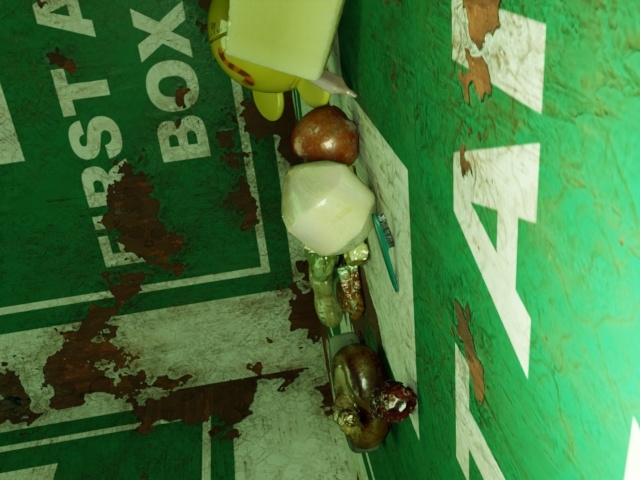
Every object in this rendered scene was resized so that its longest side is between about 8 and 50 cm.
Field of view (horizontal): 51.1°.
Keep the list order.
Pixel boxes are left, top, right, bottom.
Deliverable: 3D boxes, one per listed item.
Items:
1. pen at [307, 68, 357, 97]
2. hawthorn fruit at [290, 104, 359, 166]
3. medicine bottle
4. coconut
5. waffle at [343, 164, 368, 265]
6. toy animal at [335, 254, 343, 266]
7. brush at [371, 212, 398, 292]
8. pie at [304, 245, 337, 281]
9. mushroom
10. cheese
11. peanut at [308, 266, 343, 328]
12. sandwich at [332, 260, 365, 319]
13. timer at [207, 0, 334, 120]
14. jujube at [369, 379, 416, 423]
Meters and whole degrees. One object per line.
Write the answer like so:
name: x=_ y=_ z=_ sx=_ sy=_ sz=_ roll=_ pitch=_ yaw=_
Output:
pen: x=0.001 y=-0.390 z=1.599 sx=0.053 sy=0.197 sz=0.032 roll=-61 pitch=0 yaw=-35
hawthorn fruit: x=0.011 y=-0.247 z=1.678 sx=0.173 sy=0.173 sz=0.172 roll=171 pitch=90 yaw=-85
medicine bottle: x=0.107 y=0.491 z=2.193 sx=0.375 sy=0.123 sz=0.282 roll=-108 pitch=9 yaw=-58
coconut: x=0.009 y=-0.086 z=1.581 sx=0.224 sy=0.234 sz=0.224 roll=-53 pitch=17 yaw=24
waffle: x=0.081 y=-0.063 z=1.876 sx=0.168 sy=0.057 sz=0.274 roll=114 pitch=146 yaw=-82
toy animal: x=-0.009 y=0.002 z=2.288 sx=0.210 sy=0.117 sz=0.121 roll=27 pitch=141 yaw=41
brush: x=0.149 y=0.025 z=1.445 sx=0.043 sy=0.032 sz=0.193 roll=-123 pitch=12 yaw=-67
pie: x=0.000 y=0.000 z=2.106 sx=0.201 sy=0.090 sz=0.247 roll=134 pitch=137 yaw=-63
mushroom: x=0.113 y=0.427 z=1.845 sx=0.278 sy=0.163 sz=0.297 roll=-88 pitch=-8 yaw=-67
cheese: x=-0.077 y=-0.508 z=1.467 sx=0.265 sy=0.243 sz=0.123 roll=110 pitch=179 yaw=-54
peanut: x=0.027 y=0.206 z=2.663 sx=0.136 sy=0.120 sz=0.298 roll=-98 pitch=-2 yaw=-80
sandwich: x=0.085 y=0.165 z=2.113 sx=0.235 sy=0.079 sz=0.159 roll=94 pitch=167 yaw=-67
timer: x=-0.113 y=-0.518 z=1.767 sx=0.376 sy=0.376 sz=0.386 roll=-123 pitch=14 yaw=-78
jujube: x=0.166 y=0.356 z=1.482 sx=0.166 sy=0.104 sz=0.104 roll=130 pitch=131 yaw=-69
